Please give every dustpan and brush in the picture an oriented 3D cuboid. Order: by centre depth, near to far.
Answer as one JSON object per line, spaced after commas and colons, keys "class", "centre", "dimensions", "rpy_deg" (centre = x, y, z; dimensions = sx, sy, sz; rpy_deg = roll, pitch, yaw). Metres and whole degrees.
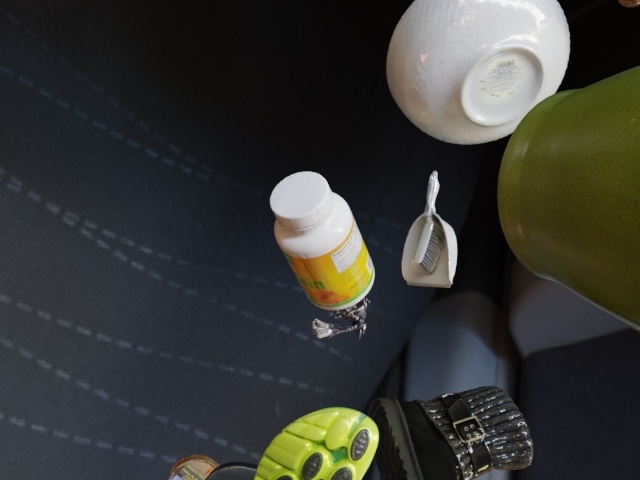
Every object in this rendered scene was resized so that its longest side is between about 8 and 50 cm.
{"class": "dustpan and brush", "centre": [0.206, -0.023, 1.566], "dimensions": [0.060, 0.211, 0.147], "rpy_deg": [21, 169, -28]}

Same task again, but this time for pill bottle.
{"class": "pill bottle", "centre": [0.000, 0.000, 1.445], "dimensions": [0.136, 0.136, 0.245], "rpy_deg": [-11, 139, 14]}

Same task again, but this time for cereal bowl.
{"class": "cereal bowl", "centre": [0.297, -0.307, 1.496], "dimensions": [0.339, 0.141, 0.339], "rpy_deg": [-9, 132, -11]}

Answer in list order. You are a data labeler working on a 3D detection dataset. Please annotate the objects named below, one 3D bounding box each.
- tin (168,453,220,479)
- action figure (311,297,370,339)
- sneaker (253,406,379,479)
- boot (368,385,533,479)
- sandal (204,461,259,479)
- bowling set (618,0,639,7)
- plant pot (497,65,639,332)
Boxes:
{"class": "tin", "centre": [-0.210, 0.491, 1.619], "dimensions": [0.190, 0.040, 0.106], "rpy_deg": [43, 95, -15]}
{"class": "action figure", "centre": [0.046, 0.141, 1.942], "dimensions": [0.141, 0.164, 0.275], "rpy_deg": [-3, 164, 2]}
{"class": "sneaker", "centre": [-0.022, 0.296, 0.999], "dimensions": [0.109, 0.123, 0.295], "rpy_deg": [40, 119, 15]}
{"class": "boot", "centre": [0.242, 0.399, 1.405], "dimensions": [0.260, 0.348, 0.131], "rpy_deg": [1, 141, -17]}
{"class": "sandal", "centre": [0.034, 0.434, 1.206], "dimensions": [0.446, 0.167, 0.107], "rpy_deg": [9, 179, 1]}
{"class": "bowling set", "centre": [0.600, -0.454, 1.380], "dimensions": [0.287, 0.200, 0.154], "rpy_deg": [49, 150, 5]}
{"class": "plant pot", "centre": [0.386, -0.044, 0.882], "dimensions": [0.366, 0.366, 0.353], "rpy_deg": [32, 171, -29]}
